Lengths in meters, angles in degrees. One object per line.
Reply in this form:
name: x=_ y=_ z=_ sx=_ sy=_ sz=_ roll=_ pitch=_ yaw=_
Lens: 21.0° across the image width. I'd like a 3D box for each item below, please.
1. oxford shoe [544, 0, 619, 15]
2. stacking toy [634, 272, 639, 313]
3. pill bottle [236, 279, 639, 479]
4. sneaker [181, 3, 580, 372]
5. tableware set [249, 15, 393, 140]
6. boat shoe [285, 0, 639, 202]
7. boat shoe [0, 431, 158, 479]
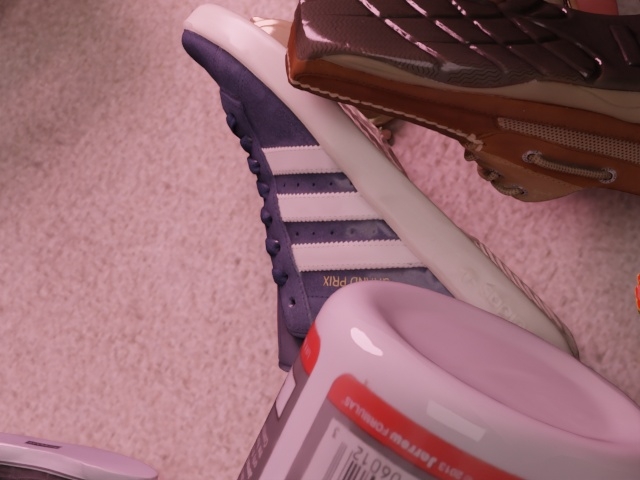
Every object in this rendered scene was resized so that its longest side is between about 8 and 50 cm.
oxford shoe: x=0.076 y=-0.260 z=1.162 sx=0.130 sy=0.123 sz=0.348 roll=-22 pitch=69 yaw=-5
stacking toy: x=0.221 y=0.136 z=0.996 sx=0.052 sy=0.167 sz=0.221 roll=-9 pitch=73 yaw=11
pill bottle: x=0.024 y=0.223 z=0.960 sx=0.210 sy=0.210 sz=0.363 roll=31 pitch=105 yaw=21
sneaker: x=0.000 y=0.000 z=1.108 sx=0.148 sy=0.131 sz=0.350 roll=-45 pitch=71 yaw=7
tableware set: x=0.016 y=-0.152 z=1.213 sx=0.141 sy=0.020 sz=0.169 roll=23 pitch=80 yaw=18
boat shoe: x=0.137 y=-0.078 z=1.058 sx=0.324 sy=0.120 sz=0.122 roll=8 pitch=35 yaw=-8
boat shoe: x=-0.176 y=0.159 z=1.161 sx=0.142 sy=0.049 sz=0.040 roll=9 pitch=96 yaw=18
